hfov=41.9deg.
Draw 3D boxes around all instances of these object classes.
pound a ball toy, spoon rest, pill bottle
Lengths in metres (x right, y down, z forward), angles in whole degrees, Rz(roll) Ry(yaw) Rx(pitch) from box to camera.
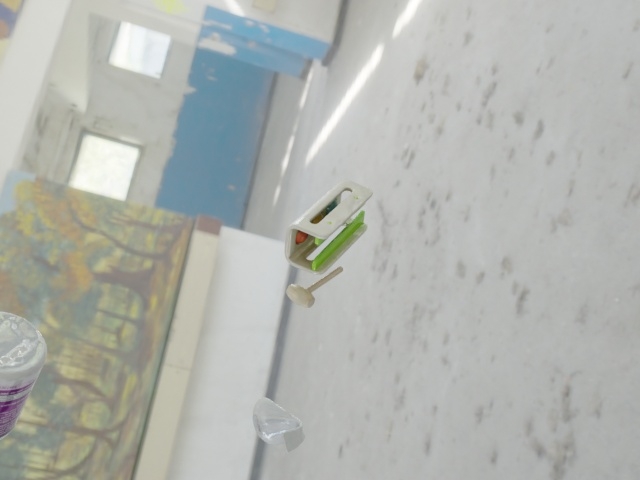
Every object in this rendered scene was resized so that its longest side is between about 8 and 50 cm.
[{"bbox_3d":[0.000,0.000,2.170,0.319,0.135,0.208,-43,-31,-46],"label":"pound a ball toy"},{"bbox_3d":[-0.112,0.506,2.267,0.276,0.084,0.137,5,108,66],"label":"spoon rest"},{"bbox_3d":[-0.664,0.296,1.650,0.301,0.169,0.169,-57,20,31],"label":"pill bottle"}]
